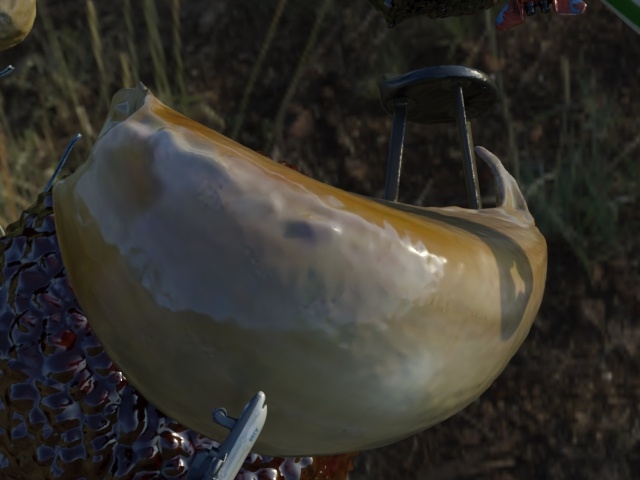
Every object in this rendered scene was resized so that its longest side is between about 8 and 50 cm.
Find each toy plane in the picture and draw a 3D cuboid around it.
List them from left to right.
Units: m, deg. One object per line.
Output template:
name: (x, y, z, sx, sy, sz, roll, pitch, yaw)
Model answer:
toy plane: (-0.042, 0.095, 0.591, 0.024, 0.078, 0.084, 18, 92, -2)
toy plane: (0.195, -0.293, 1.516, 0.130, 0.061, 0.189, -12, 63, 8)

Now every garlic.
garlic: (0.007, 0.013, 0.680, 0.245, 0.145, 0.164, 8, 55, -37)

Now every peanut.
peanut: (-0.367, -0.234, 1.545, 0.214, 0.099, 0.099, 5, 48, 24)

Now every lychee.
lychee: (-0.090, 0.073, 0.990, 0.275, 0.276, 0.304, -24, 10, -12)

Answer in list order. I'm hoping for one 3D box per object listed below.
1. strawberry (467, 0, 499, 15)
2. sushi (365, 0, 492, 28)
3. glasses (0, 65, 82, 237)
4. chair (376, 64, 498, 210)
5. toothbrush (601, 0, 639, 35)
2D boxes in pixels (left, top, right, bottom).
strawberry: (0.178, -0.311, 1.879, 0.106, 0.106, 0.106, -5, 46, 6)
sushi: (0.061, -0.278, 1.310, 0.127, 0.124, 0.225, -10, 54, -23)
glasses: (-0.391, -0.106, 1.852, 0.189, 0.088, 0.220, 45, 64, -9)
chair: (0.096, -0.045, 1.186, 0.104, 0.095, 0.222, 7, 64, -23)
toothbrush: (0.096, -0.155, 0.768, 0.040, 0.042, 0.418, -20, 46, -20)
